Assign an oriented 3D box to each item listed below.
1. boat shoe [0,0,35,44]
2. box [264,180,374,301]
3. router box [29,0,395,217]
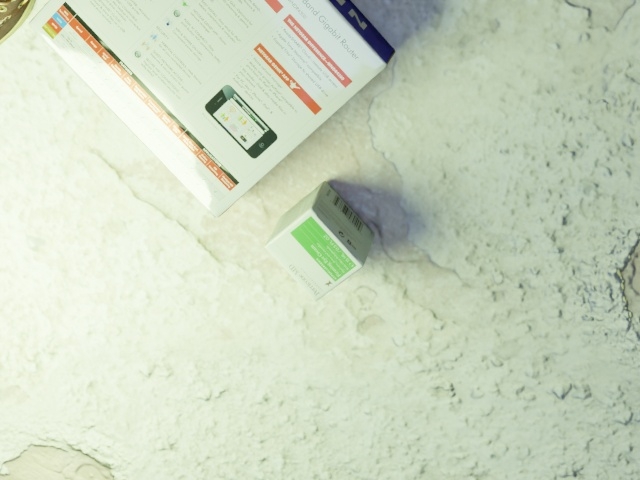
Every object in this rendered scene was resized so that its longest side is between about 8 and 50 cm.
[{"bbox_3d":[-0.389,-0.339,1.304,0.342,0.123,0.123,-39,100,22],"label":"boat shoe"},{"bbox_3d":[0.000,0.000,1.375,0.087,0.102,0.101,-38,101,24],"label":"box"},{"bbox_3d":[-0.131,-0.245,1.312,0.301,0.082,0.335,-39,100,22],"label":"router box"}]
